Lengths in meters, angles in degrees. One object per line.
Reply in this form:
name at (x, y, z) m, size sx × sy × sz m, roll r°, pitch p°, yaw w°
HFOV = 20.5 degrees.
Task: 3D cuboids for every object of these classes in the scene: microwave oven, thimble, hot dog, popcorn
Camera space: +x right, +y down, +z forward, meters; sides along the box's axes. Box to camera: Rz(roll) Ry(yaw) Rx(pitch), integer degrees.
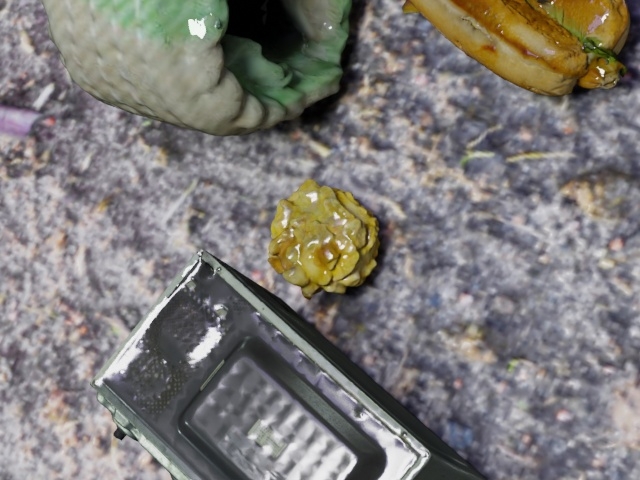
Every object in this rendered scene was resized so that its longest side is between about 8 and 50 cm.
microwave oven at (-0.020, 0.128, 1.095) m, size 0.205 × 0.163 × 0.129 m, roll 40°, pitch 92°, yaw 28°
thimble at (-0.074, -0.174, 1.206) m, size 0.150 × 0.219 × 0.219 m, roll 18°, pitch 79°, yaw 31°
hot dog at (0.113, -0.175, 1.203) m, size 0.104 × 0.076 × 0.250 m, roll -38°, pitch 62°, yaw -15°
popcorn at (0.000, 0.000, 1.194) m, size 0.083 × 0.057 × 0.082 m, roll -23°, pitch 62°, yaw 19°
